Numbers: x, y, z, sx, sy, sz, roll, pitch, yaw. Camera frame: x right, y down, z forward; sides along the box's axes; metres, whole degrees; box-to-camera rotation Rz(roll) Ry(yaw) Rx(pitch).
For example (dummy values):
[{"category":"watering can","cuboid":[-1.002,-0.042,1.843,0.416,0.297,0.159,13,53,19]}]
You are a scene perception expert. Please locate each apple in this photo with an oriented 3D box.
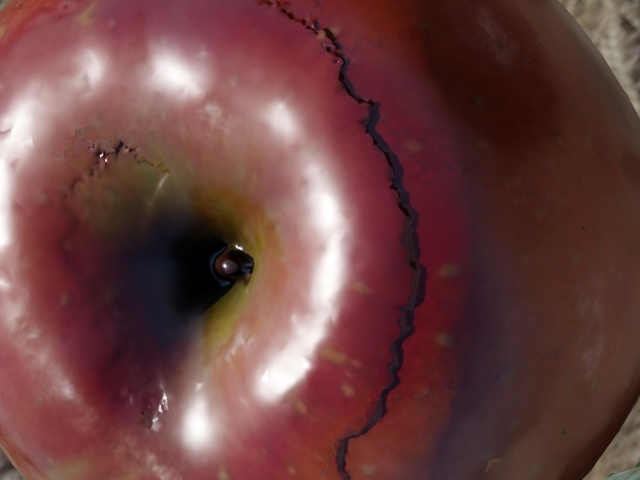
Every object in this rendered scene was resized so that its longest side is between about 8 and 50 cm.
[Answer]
[{"category":"apple","cuboid":[0.000,0.000,0.478,0.181,0.168,0.181,4,98,32]}]

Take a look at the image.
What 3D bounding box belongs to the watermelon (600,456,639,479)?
[{"category":"watermelon","cuboid":[0.205,0.214,0.863,0.264,0.151,0.302,-10,68,14]}]
